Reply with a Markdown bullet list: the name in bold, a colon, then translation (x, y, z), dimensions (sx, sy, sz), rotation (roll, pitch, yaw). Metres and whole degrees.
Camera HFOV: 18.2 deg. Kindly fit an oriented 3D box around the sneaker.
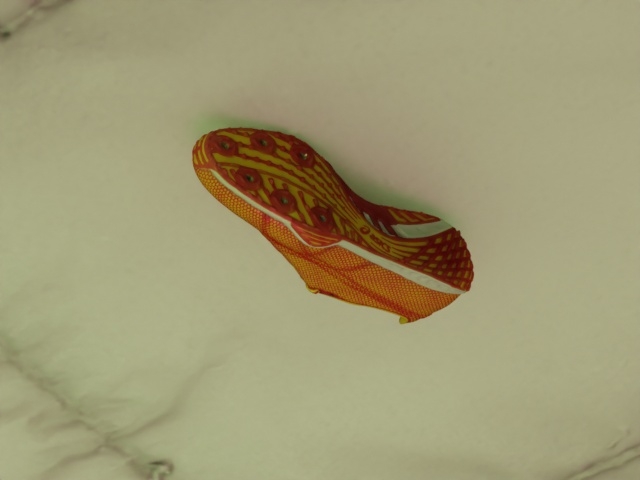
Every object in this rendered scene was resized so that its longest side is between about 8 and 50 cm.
- **sneaker**: translation (0.000, 0.000, 1.020), dimensions (0.175, 0.064, 0.067), rotation (31, 131, -29)
